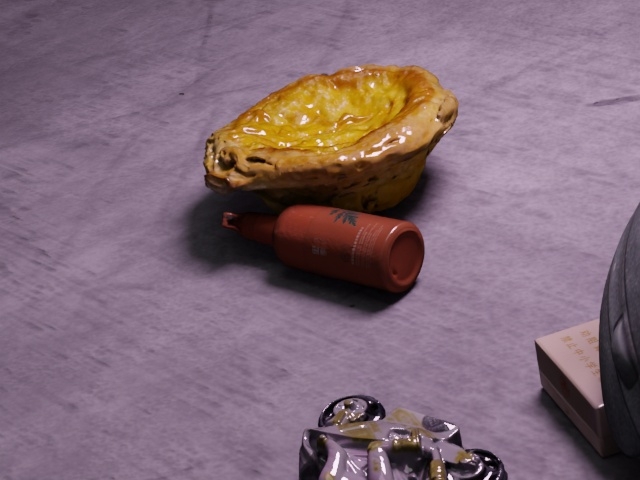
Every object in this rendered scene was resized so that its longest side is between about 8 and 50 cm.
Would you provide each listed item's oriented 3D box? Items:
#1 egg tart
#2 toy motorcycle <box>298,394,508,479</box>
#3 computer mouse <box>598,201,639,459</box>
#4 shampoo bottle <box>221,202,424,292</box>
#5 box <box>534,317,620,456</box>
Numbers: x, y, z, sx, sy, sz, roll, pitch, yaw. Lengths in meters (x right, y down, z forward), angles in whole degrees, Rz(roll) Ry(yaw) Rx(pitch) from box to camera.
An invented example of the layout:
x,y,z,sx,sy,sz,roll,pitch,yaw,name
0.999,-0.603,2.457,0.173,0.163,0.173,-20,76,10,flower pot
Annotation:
x,y,z,sx,sy,sz,roll,pitch,yaw,name
0.017,-0.111,1.876,0.341,0.129,0.341,-10,26,5,egg tart
0.048,0.206,1.343,0.152,0.073,0.225,-31,32,-29,toy motorcycle
0.311,0.025,1.316,0.114,0.203,0.374,30,47,6,computer mouse
0.002,0.000,1.728,0.244,0.085,0.085,11,36,37,shampoo bottle
0.320,0.116,1.420,0.201,0.058,0.141,-18,29,-11,box
